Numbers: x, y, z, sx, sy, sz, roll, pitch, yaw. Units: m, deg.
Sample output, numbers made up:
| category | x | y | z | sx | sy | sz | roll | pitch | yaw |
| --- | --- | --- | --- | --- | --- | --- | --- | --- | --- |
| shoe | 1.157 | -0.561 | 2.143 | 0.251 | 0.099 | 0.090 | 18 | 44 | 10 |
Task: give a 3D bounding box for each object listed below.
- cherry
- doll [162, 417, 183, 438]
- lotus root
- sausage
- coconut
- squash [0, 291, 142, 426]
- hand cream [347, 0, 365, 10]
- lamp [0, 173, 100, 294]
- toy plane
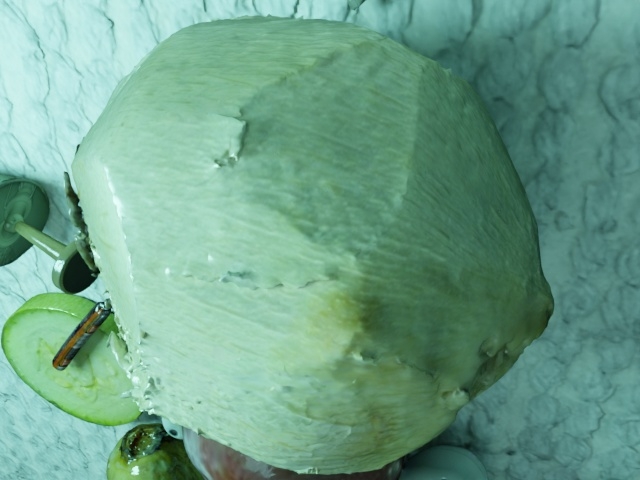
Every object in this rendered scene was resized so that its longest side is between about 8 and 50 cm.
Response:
| category | x | y | z | sx | sy | sz | roll | pitch | yaw |
| --- | --- | --- | --- | --- | --- | --- | --- | --- | --- |
| cherry | -0.037 | 0.214 | 0.779 | 0.261 | 0.221 | 0.307 | 25 | 163 | 29 |
| doll | -0.116 | 0.271 | 0.970 | 0.291 | 0.086 | 0.117 | 29 | 129 | 2 |
| lotus root | -0.247 | 0.415 | 1.102 | 0.154 | 0.154 | 0.278 | -4 | 124 | 27 |
| sausage | -0.336 | 0.136 | 0.955 | 0.028 | 0.025 | 0.198 | 16 | 137 | -33 |
| coconut | 0.000 | 0.000 | 0.544 | 0.361 | 0.346 | 0.346 | 8 | 128 | 21 |
| squash | -0.364 | 0.187 | 1.044 | 0.252 | 0.049 | 0.252 | 11 | 128 | 15 |
| hand cream | 0.075 | -0.247 | 0.508 | 0.186 | 0.054 | 0.087 | -14 | 115 | 40 |
| lamp | -0.370 | -0.013 | 0.840 | 0.215 | 0.121 | 0.121 | 29 | 134 | 20 |
| toy plane | 0.121 | 0.353 | 0.896 | 0.267 | 0.123 | 0.266 | 13 | 114 | 32 |
